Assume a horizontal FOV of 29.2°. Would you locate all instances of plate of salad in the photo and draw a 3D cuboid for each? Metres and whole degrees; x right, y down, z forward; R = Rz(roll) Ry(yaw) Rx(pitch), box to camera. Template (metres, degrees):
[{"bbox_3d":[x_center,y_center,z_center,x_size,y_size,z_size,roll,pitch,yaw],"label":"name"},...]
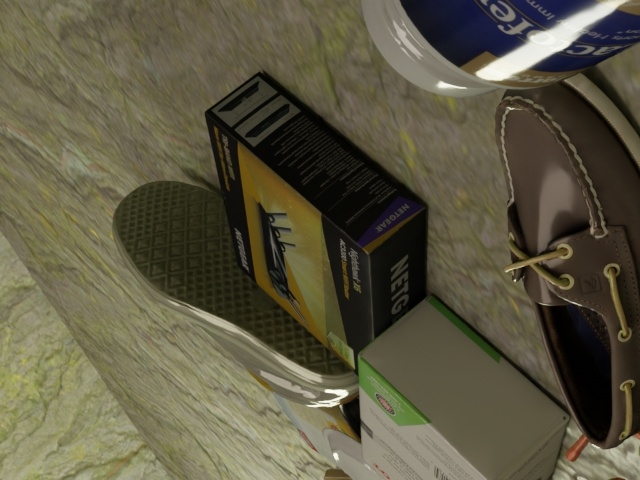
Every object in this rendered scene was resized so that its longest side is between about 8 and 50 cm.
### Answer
[{"bbox_3d":[0.085,0.304,1.594,0.200,0.048,0.200,38,161,15],"label":"plate of salad"}]

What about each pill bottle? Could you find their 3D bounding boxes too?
[{"bbox_3d":[0.122,-0.165,0.642,0.153,0.153,0.265,52,162,-5],"label":"pill bottle"}]

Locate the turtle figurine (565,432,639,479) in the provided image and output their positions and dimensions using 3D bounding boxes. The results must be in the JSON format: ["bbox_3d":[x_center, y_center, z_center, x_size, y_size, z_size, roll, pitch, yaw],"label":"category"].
[{"bbox_3d":[0.325,0.264,1.068,0.217,0.087,0.269,23,133,34],"label":"turtle figurine"}]

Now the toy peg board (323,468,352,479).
[{"bbox_3d":[0.094,0.406,1.741,0.161,0.079,0.160,-2,133,24],"label":"toy peg board"}]

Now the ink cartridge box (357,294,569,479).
[{"bbox_3d":[0.147,0.217,1.337,0.198,0.115,0.273,42,159,25],"label":"ink cartridge box"}]

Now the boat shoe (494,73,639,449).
[{"bbox_3d":[0.193,0.020,0.903,0.117,0.097,0.324,26,149,51],"label":"boat shoe"}]

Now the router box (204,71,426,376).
[{"bbox_3d":[0.000,0.000,1.320,0.243,0.081,0.308,41,159,26],"label":"router box"}]

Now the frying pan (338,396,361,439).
[{"bbox_3d":[0.056,0.229,1.622,0.326,0.053,0.197,33,158,30],"label":"frying pan"}]

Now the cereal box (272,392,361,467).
[{"bbox_3d":[0.023,0.280,1.829,0.240,0.047,0.173,24,150,53],"label":"cereal box"}]

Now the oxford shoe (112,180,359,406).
[{"bbox_3d":[-0.101,0.072,1.563,0.449,0.169,0.130,34,157,28],"label":"oxford shoe"}]

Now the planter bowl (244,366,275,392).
[{"bbox_3d":[-0.062,0.147,1.713,0.217,0.090,0.217,44,160,21],"label":"planter bowl"}]
